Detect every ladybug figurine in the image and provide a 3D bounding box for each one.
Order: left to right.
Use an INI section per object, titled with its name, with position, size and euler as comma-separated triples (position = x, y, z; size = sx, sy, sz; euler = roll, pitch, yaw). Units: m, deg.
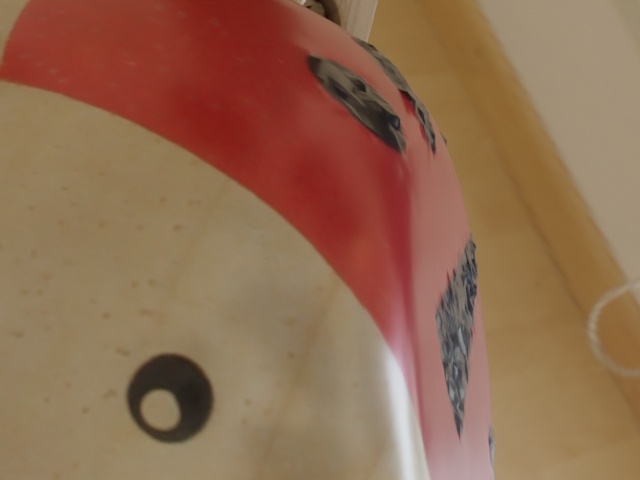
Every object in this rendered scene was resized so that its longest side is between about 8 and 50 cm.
[ladybug figurine]
position = -0.031, 0.042, 0.589
size = 0.449, 0.161, 0.305
euler = -68, 147, -72

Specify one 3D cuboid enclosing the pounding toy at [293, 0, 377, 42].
[pounding toy]
position = -0.031, -0.081, 0.929
size = 0.094, 0.181, 0.206
euler = 40, 39, -23
